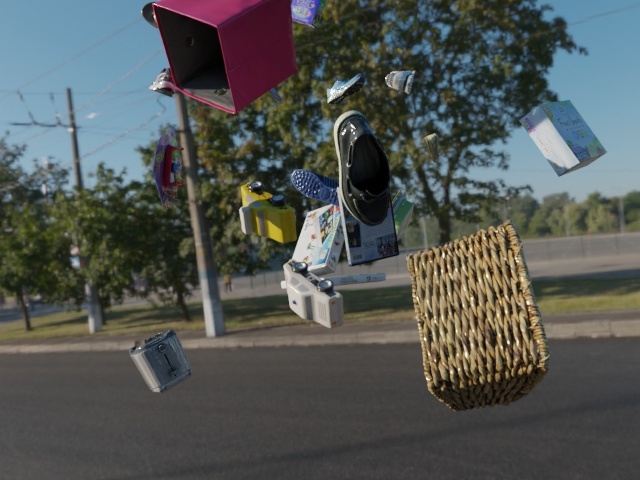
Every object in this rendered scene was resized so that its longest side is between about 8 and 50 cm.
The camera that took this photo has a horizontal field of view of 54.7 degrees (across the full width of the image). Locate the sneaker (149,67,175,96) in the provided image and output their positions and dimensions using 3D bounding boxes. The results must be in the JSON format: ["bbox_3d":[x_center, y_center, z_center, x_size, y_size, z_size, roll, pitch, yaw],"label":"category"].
[{"bbox_3d":[-0.471,-0.489,1.900,0.072,0.077,0.178,17,1,-31],"label":"sneaker"}]

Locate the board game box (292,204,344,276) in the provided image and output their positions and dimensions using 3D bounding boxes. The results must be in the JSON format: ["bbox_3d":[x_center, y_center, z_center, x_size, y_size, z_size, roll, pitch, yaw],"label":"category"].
[{"bbox_3d":[0.000,0.000,2.226,0.193,0.305,0.053,-17,-48,39],"label":"board game box"}]

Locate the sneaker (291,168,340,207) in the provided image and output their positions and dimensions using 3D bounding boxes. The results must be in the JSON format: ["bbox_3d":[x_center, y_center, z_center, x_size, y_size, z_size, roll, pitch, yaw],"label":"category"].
[{"bbox_3d":[0.019,-0.166,2.007,0.232,0.081,0.090,28,17,14],"label":"sneaker"}]

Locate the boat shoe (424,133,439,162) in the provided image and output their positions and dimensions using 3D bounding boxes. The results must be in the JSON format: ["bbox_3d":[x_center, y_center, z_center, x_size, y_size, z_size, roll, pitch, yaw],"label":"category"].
[{"bbox_3d":[0.429,-0.348,2.335,0.048,0.056,0.153,-27,-35,6],"label":"boat shoe"}]

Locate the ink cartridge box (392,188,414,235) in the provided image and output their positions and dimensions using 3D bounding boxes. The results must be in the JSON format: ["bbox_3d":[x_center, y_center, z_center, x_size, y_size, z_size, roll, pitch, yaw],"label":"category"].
[{"bbox_3d":[0.275,-0.080,2.189,0.062,0.109,0.209,30,-22,14],"label":"ink cartridge box"}]

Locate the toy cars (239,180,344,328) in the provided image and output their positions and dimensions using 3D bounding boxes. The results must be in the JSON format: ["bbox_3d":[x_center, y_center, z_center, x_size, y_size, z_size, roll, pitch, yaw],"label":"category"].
[{"bbox_3d":[-0.085,0.033,1.349,0.087,0.394,0.176,-24,-13,-28],"label":"toy cars"}]

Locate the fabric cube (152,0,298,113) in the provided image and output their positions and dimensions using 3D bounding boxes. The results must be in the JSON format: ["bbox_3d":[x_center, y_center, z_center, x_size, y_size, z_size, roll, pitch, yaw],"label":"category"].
[{"bbox_3d":[-0.246,-0.540,1.668,0.254,0.259,0.258,27,54,29],"label":"fabric cube"}]

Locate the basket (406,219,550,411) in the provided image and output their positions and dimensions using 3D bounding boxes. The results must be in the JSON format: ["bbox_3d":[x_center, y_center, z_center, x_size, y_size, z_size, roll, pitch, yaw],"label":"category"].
[{"bbox_3d":[0.316,0.154,1.171,0.223,0.299,0.213,-20,-37,22],"label":"basket"}]

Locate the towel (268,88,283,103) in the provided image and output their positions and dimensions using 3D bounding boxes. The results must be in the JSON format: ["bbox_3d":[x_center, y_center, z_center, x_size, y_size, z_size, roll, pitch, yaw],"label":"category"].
[{"bbox_3d":[-0.299,-0.696,2.505,0.040,0.336,0.243,-46,-37,12],"label":"towel"}]

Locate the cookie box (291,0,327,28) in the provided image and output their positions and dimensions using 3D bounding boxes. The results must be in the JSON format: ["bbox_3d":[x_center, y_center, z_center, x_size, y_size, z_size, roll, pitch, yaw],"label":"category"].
[{"bbox_3d":[-0.036,-0.703,1.851,0.091,0.107,0.040,25,8,22],"label":"cookie box"}]

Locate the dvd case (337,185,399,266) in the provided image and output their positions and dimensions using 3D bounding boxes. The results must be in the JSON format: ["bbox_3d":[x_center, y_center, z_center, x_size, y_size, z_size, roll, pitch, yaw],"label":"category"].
[{"bbox_3d":[0.152,-0.059,1.943,0.180,0.253,0.022,-12,7,-25],"label":"dvd case"}]

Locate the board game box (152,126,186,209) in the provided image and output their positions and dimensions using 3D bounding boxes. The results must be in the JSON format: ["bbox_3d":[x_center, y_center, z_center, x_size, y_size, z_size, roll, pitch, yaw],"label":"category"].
[{"bbox_3d":[-0.296,-0.147,1.264,0.033,0.133,0.169,8,-38,5],"label":"board game box"}]

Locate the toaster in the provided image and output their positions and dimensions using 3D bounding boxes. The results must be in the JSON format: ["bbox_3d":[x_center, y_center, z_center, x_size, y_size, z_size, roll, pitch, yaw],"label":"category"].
[{"bbox_3d":[-0.459,0.348,1.775,0.129,0.146,0.227,-27,2,-29],"label":"toaster"}]

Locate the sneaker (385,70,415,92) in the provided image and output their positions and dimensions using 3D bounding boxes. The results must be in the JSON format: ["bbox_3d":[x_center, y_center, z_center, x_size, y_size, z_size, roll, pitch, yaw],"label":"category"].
[{"bbox_3d":[0.301,-0.603,2.324,0.094,0.090,0.235,13,13,7],"label":"sneaker"}]

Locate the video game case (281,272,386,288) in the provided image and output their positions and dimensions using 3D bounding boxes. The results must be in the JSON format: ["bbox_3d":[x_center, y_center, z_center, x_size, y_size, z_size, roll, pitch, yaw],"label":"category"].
[{"bbox_3d":[0.033,0.113,1.728,0.206,0.026,0.227,-3,-4,-33],"label":"video game case"}]

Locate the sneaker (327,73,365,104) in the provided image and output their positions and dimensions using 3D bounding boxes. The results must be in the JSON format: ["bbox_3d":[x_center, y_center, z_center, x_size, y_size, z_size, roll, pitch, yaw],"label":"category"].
[{"bbox_3d":[0.080,-0.540,2.150,0.162,0.073,0.063,-25,-14,33],"label":"sneaker"}]

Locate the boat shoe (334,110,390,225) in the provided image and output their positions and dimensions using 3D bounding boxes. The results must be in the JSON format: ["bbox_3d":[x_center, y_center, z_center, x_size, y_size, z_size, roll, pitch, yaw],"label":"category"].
[{"bbox_3d":[0.123,-0.156,1.560,0.127,0.340,0.113,-22,38,-14],"label":"boat shoe"}]

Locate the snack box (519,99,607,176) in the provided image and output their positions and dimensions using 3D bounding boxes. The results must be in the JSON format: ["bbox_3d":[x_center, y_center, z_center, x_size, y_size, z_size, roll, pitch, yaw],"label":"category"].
[{"bbox_3d":[0.614,-0.262,1.560,0.207,0.175,0.070,-17,-17,-47],"label":"snack box"}]

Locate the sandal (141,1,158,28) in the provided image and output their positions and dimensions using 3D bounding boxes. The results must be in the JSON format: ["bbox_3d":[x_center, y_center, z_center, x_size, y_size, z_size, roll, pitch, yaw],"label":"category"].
[{"bbox_3d":[-0.526,-0.751,2.123,0.090,0.219,0.060,-51,-10,7],"label":"sandal"}]
